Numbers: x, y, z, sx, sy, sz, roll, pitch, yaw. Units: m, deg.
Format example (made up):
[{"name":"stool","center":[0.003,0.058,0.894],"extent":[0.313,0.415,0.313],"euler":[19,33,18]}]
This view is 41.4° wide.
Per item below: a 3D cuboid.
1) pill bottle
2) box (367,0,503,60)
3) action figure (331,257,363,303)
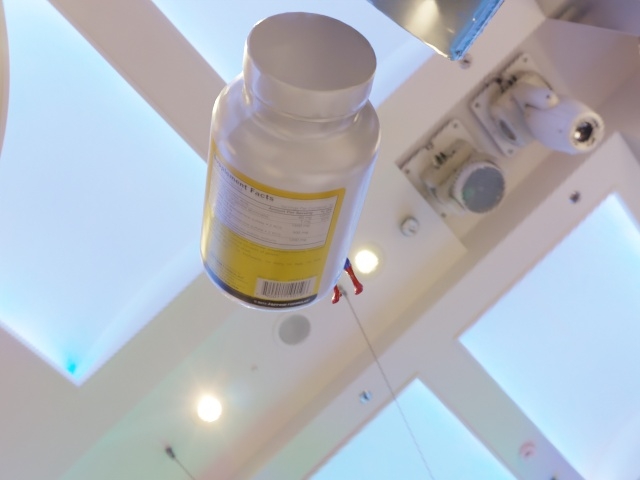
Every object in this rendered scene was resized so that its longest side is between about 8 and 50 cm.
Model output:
[{"name":"pill bottle","center":[-0.020,-0.045,0.535],"extent":[0.103,0.103,0.184],"euler":[-5,-40,-18]},{"name":"box","center":[0.111,-0.232,0.494],"extent":[0.108,0.153,0.207],"euler":[37,-96,0]},{"name":"action figure","center":[0.000,0.000,0.746],"extent":[0.038,0.030,0.115],"euler":[-22,-77,22]}]
